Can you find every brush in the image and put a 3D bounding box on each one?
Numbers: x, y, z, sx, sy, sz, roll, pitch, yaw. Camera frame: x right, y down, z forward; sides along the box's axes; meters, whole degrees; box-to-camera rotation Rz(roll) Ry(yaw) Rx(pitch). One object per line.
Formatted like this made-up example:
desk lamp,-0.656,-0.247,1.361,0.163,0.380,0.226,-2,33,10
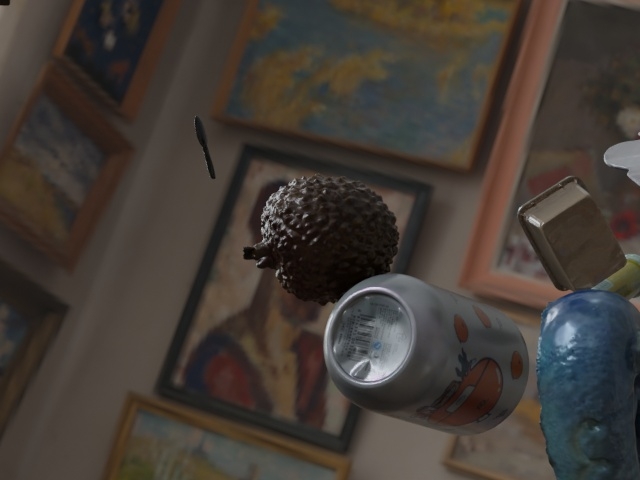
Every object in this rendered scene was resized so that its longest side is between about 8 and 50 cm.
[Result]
brush,-0.146,-0.118,1.832,0.008,0.083,0.024,-15,3,23

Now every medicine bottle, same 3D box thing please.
medicine bottle,0.473,0.080,2.355,0.074,0.073,0.218,11,18,30

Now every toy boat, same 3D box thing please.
toy boat,0.326,0.193,1.527,0.123,0.215,0.330,-3,-57,28

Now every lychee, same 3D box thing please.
lychee,0.000,0.000,2.175,0.238,0.200,0.200,-13,-20,4

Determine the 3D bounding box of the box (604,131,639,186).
box,0.518,-0.199,1.963,0.291,0.262,0.206,5,-52,31

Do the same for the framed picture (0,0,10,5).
framed picture,-0.467,-0.446,2.113,0.023,0.127,0.168,0,-30,-10

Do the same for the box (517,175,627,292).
box,0.293,-0.002,1.659,0.122,0.089,0.062,58,-3,-18

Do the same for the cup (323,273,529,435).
cup,0.150,0.168,2.151,0.212,0.212,0.317,9,-8,34
